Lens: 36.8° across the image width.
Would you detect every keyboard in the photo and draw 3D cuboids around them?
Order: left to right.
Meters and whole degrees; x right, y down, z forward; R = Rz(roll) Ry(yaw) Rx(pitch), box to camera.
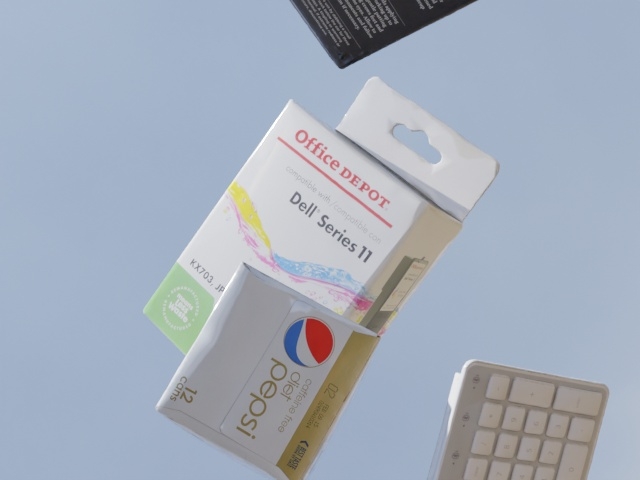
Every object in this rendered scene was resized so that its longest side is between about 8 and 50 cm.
[{"bbox_3d":[0.054,0.175,0.383,0.072,0.014,0.256,13,-87,-20],"label":"keyboard"}]

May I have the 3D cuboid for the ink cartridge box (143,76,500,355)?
[{"bbox_3d":[0.000,0.000,1.011,0.353,0.207,0.119,-55,-27,7],"label":"ink cartridge box"}]

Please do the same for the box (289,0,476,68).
[{"bbox_3d":[0.086,-0.271,0.876,0.108,0.207,0.153,52,-145,-23],"label":"box"}]

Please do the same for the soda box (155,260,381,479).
[{"bbox_3d":[-0.022,0.080,0.487,0.074,0.069,0.216,-60,-7,-14],"label":"soda box"}]
